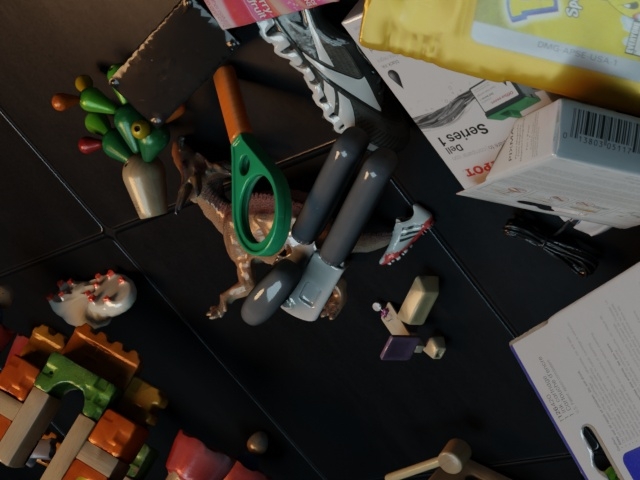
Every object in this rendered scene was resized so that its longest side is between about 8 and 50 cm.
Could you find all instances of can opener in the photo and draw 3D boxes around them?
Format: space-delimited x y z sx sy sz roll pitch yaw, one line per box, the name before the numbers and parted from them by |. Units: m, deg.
can opener | 0.000 0.000 1.567 0.074 0.093 0.280 35 133 6

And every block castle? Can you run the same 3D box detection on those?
block castle | -0.305 0.251 2.078 0.453 0.213 0.303 27 172 17

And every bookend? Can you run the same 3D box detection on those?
bookend | -0.120 -0.217 1.533 0.072 0.157 0.156 43 130 -9

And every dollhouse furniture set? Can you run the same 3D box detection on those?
dollhouse furniture set | 0.113 0.073 1.763 0.081 0.091 0.114 58 134 43

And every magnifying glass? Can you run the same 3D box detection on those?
magnifying glass | -0.077 -0.088 1.596 0.092 0.026 0.231 -47 51 44

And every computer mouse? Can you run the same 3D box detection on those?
computer mouse | 0.263 -0.033 1.502 0.106 0.042 0.193 34 143 4

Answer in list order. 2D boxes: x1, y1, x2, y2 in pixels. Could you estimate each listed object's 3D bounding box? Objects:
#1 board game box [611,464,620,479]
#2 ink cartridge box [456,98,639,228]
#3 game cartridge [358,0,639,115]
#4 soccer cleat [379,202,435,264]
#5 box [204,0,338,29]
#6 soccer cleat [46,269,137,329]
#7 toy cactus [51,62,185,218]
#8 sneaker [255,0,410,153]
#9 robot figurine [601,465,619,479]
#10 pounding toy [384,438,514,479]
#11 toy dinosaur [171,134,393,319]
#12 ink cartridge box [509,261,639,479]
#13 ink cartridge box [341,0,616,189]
board game box | 0.434 0.227 1.479 0.232 0.141 0.291 -38 77 52
ink cartridge box | 0.250 -0.064 1.349 0.189 0.066 0.232 11 175 -14
game cartridge | 0.207 -0.247 1.215 0.323 0.053 0.285 14 127 7
soccer cleat | 0.091 -0.006 1.660 0.035 0.029 0.083 47 113 3
box | -0.075 -0.358 1.333 0.154 0.142 0.300 -6 127 41
soccer cleat | -0.303 0.087 2.062 0.196 0.068 0.076 -5 133 50
toy cactus | -0.218 -0.114 1.710 0.219 0.112 0.180 -8 97 48
sneaker | 0.034 -0.179 1.494 0.106 0.078 0.234 -22 123 34
robot figurine | 0.347 0.323 1.801 0.101 0.067 0.115 31 145 24
pounding toy | 0.181 0.321 1.917 0.181 0.094 0.206 24 132 23
toy dinosaur | -0.056 -0.023 1.706 0.295 0.127 0.200 1 125 30
ink cartridge box | 0.346 0.166 1.382 0.304 0.072 0.307 61 150 8
ink cartridge box | 0.153 -0.166 1.402 0.160 0.092 0.219 -18 118 46
